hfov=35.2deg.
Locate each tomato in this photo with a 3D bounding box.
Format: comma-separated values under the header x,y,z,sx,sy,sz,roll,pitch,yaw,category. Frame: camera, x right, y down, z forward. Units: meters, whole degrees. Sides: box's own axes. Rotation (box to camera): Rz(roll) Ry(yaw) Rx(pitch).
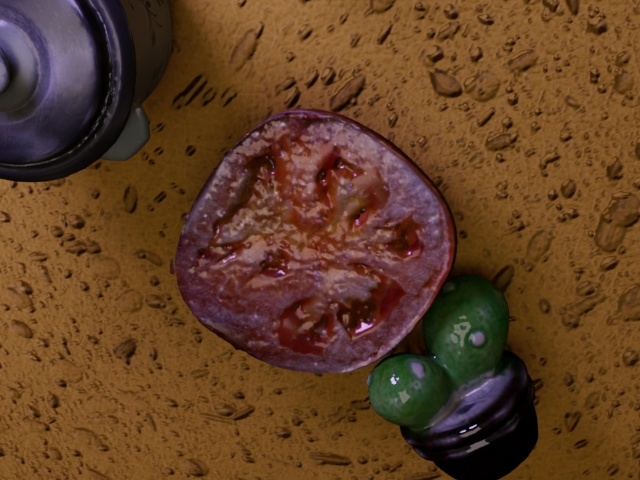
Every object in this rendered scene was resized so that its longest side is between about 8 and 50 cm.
x,y,z,sx,sy,sz,roll,pitch,yaw,category
-0.004,-0.008,1.222,0.338,0.143,0.338,1,116,2,tomato

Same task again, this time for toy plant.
x,y,z,sx,sy,sz,roll,pitch,yaw,category
0.175,0.180,1.271,0.218,0.175,0.235,-39,111,-16,toy plant

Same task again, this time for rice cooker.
x,y,z,sx,sy,sz,roll,pitch,yaw,category
-0.300,-0.211,1.081,0.264,0.316,0.316,-34,106,19,rice cooker
